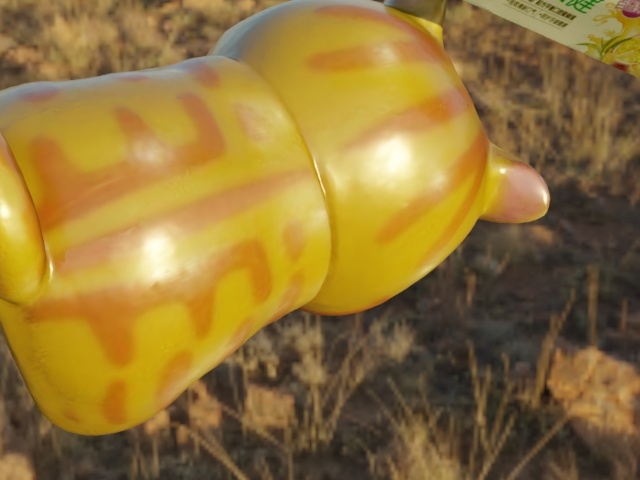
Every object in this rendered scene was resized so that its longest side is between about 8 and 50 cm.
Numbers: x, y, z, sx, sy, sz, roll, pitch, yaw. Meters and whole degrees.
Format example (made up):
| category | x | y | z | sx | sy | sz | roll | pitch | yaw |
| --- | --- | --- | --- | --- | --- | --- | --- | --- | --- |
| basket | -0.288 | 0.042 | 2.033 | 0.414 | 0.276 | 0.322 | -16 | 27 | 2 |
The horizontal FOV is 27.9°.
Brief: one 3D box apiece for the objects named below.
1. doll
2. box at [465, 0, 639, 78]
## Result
| category | x | y | z | sx | sy | sz | roll | pitch | yaw |
| --- | --- | --- | --- | --- | --- | --- | --- | --- | --- |
| doll | -0.047 | -0.022 | 0.601 | 0.269 | 0.167 | 0.162 | -25 | 9 | -30 |
| box | 0.088 | -0.119 | 0.530 | 0.207 | 0.050 | 0.041 | 16 | 50 | -32 |
